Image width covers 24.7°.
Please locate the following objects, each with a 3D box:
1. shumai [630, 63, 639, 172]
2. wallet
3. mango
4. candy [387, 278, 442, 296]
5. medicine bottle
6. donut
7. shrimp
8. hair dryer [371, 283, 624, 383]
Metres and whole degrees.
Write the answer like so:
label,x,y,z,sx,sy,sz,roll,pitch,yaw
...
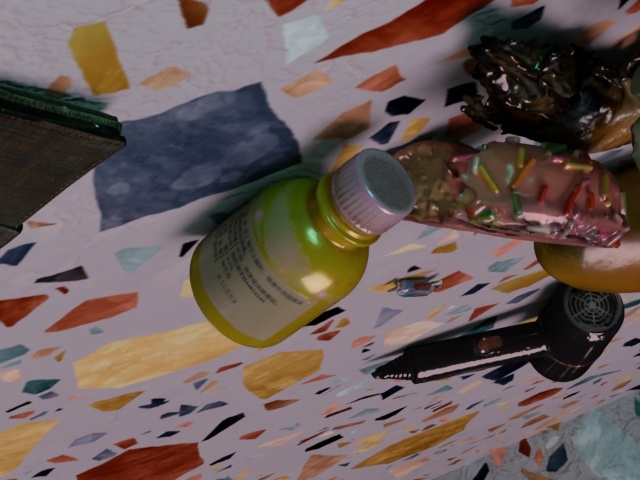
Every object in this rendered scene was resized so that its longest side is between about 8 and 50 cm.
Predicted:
label,x,y,z,sx,sy,sz,roll,pitch,yaw
shumai,0.420,-0.155,1.087,0.395,0.395,0.348,-17,-179,-14
wallet,-0.301,-0.014,1.050,0.317,0.044,0.169,-34,154,28
mango,0.357,-0.011,1.658,0.255,0.139,0.175,-10,148,-9
candy,0.115,0.056,1.748,0.083,0.020,0.030,2,150,-47
medicine bottle,-0.011,-0.001,1.290,0.122,0.121,0.212,-1,152,-47
donut,0.172,-0.043,1.290,0.199,0.085,0.233,10,180,-24
shrimp,0.258,-0.163,1.243,0.233,0.071,0.365,-41,154,24
hair dryer,0.244,0.149,2.057,0.352,0.107,0.189,-12,157,-12
